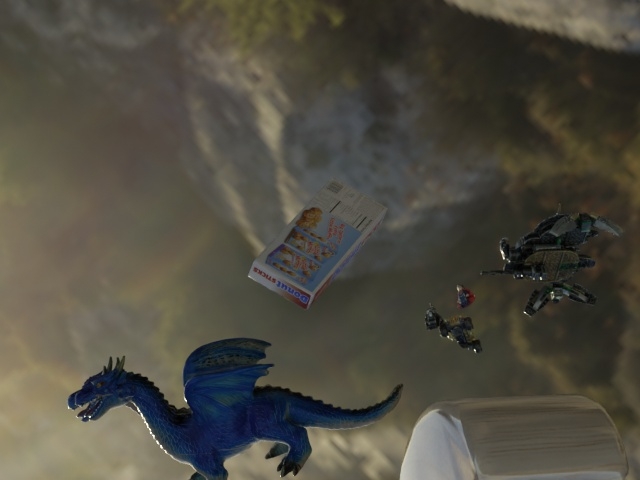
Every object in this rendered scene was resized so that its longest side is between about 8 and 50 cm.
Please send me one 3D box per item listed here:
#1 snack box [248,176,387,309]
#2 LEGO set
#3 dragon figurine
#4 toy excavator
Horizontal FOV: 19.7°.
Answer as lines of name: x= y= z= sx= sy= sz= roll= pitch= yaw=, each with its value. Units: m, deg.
snack box: x=0.000 y=0.000 z=1.721 sx=0.064 sy=0.178 sz=0.022 roll=31 pitch=126 yaw=8
LEGO set: x=0.075 y=0.010 z=0.687 sx=0.054 sy=0.083 sz=0.023 roll=51 pitch=-157 yaw=-47
dragon figurine: x=-0.074 y=0.137 z=1.615 sx=0.085 sy=0.289 sz=0.144 roll=-112 pitch=5 yaw=-77
toy excavator: x=0.114 y=0.357 z=0.881 sx=0.433 sy=0.222 sz=0.445 roll=-110 pitch=25 yaw=-49
